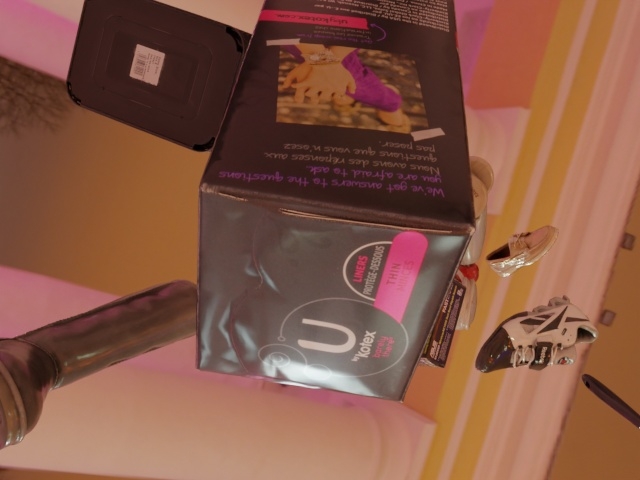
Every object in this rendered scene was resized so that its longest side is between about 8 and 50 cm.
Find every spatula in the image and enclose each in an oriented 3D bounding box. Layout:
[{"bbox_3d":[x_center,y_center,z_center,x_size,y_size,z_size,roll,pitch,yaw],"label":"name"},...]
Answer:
[{"bbox_3d":[0.535,0.322,1.098,0.296,0.030,0.084,52,-20,45],"label":"spatula"}]

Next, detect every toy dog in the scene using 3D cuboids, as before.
[{"bbox_3d":[0.227,-0.002,1.273,0.160,0.220,0.334,8,-91,17],"label":"toy dog"}]

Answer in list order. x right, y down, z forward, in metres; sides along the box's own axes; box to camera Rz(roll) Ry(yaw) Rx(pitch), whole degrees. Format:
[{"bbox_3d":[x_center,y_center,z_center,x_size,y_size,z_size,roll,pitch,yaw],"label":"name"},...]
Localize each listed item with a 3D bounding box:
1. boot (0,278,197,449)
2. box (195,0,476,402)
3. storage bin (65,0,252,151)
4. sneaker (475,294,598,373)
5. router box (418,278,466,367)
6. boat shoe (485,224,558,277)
[{"bbox_3d":[-0.182,0.090,0.564,0.189,0.208,0.076,13,-72,54],"label":"boot"},{"bbox_3d":[0.012,-0.052,0.471,0.165,0.143,0.270,101,-1,-45],"label":"box"},{"bbox_3d":[-0.152,-0.172,0.687,0.084,0.180,0.122,-27,137,-71],"label":"storage bin"},{"bbox_3d":[0.515,0.242,1.580,0.146,0.330,0.123,46,-31,40],"label":"sneaker"},{"bbox_3d":[0.144,0.113,0.939,0.092,0.038,0.123,-10,-125,56],"label":"router box"},{"bbox_3d":[0.397,0.016,1.350,0.170,0.059,0.063,-44,-164,44],"label":"boat shoe"}]
